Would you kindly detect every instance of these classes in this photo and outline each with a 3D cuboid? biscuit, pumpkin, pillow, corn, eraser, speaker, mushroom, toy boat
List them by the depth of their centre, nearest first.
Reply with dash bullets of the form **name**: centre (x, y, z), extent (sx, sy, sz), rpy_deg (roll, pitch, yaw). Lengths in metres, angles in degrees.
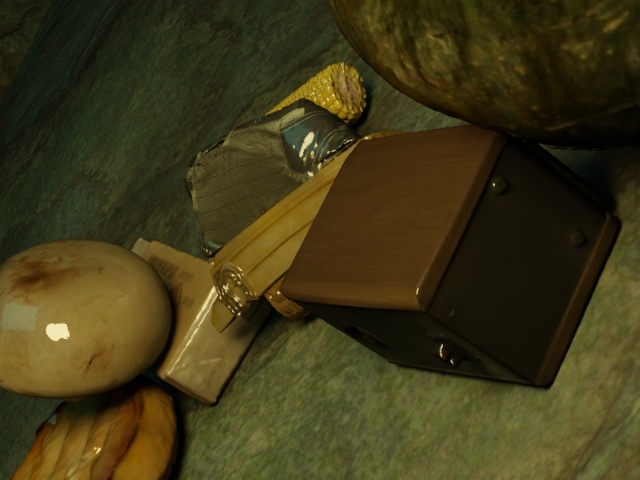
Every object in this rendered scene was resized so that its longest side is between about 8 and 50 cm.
- **pumpkin**: centre (0.214, -0.251, 1.026), extent (0.454, 0.344, 0.454), rpy_deg (-18, 30, 10)
- **speaker**: centre (0.104, 0.013, 1.181), extent (0.231, 0.153, 0.193), rpy_deg (1, 62, 61)
- **toy boat**: centre (0.000, 0.000, 1.431), extent (0.310, 0.115, 0.089), rpy_deg (-37, -6, 29)
- **mushroom**: centre (-0.278, 0.098, 1.537), extent (0.226, 0.226, 0.178), rpy_deg (-116, 27, -61)
- **biscuit**: centre (-0.270, 0.284, 1.562), extent (0.296, 0.102, 0.296), rpy_deg (-41, 22, 21)
- **pillow**: centre (-0.054, -0.060, 1.581), extent (0.092, 0.162, 0.335), rpy_deg (-24, 3, -40)
- **eraser**: centre (-0.181, 0.089, 1.678), extent (0.144, 0.078, 0.343), rpy_deg (-58, 25, -6)
- **corn**: centre (-0.039, -0.125, 1.680), extent (0.248, 0.081, 0.081), rpy_deg (-35, 33, 39)
